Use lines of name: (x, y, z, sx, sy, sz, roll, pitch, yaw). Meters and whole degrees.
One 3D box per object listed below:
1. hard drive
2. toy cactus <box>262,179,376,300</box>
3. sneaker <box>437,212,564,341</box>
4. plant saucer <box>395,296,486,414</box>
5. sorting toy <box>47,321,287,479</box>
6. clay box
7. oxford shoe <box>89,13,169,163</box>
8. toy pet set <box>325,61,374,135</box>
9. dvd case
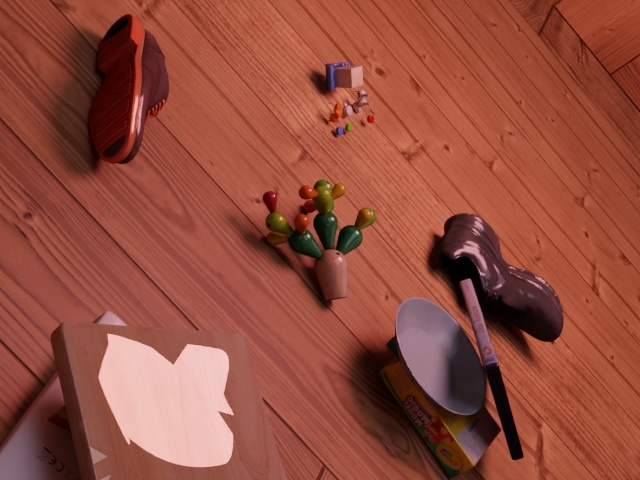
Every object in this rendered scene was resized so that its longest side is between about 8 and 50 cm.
hard drive: (-0.232, 0.238, 1.256, 0.203, 0.040, 0.307, 46, 34, -13)
toy cactus: (0.000, 0.000, 1.733, 0.219, 0.112, 0.181, 0, 79, -54)
sneaker: (0.306, 0.088, 2.031, 0.286, 0.109, 0.130, 42, 44, -7)
plant saucer: (0.168, 0.177, 1.718, 0.195, 0.037, 0.195, 33, 37, -30)
sorting toy: (-0.167, 0.226, 1.229, 0.255, 0.089, 0.257, 9, 54, -47)
clay box: (0.174, 0.234, 1.759, 0.222, 0.053, 0.127, 54, 33, 2)
oxford shoe: (-0.247, -0.197, 1.584, 0.098, 0.097, 0.271, 36, 37, -36)
toy pet set: (0.034, -0.251, 2.037, 0.122, 0.065, 0.114, -25, 116, -54)
dvd case: (0.264, 0.196, 1.804, 0.253, 0.022, 0.180, -96, 169, -62)
